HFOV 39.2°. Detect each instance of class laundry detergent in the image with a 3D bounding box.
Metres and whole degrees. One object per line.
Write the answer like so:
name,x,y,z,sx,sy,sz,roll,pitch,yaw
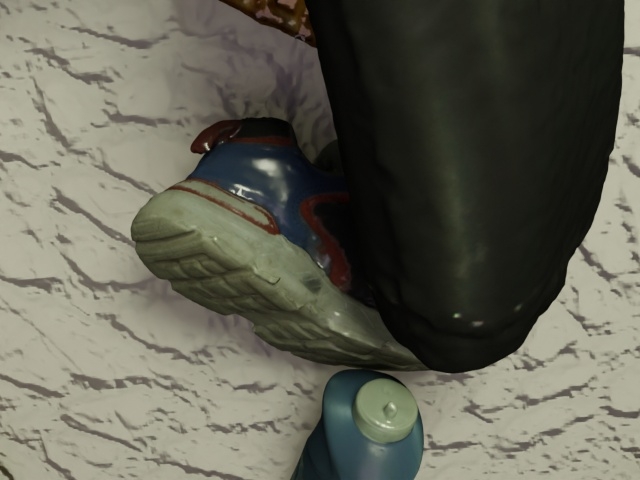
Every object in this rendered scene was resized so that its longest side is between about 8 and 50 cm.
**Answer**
laundry detergent,0.017,0.145,0.552,0.061,0.096,0.206,11,138,-5

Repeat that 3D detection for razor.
razor,0.062,-0.098,0.389,0.107,0.189,0.326,13,143,32

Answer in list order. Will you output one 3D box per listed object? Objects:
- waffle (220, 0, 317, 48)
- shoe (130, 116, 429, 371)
waffle,0.004,-0.159,0.485,0.148,0.042,0.102,24,111,-6
shoe,0.000,0.000,0.539,0.228,0.125,0.099,32,151,-34
